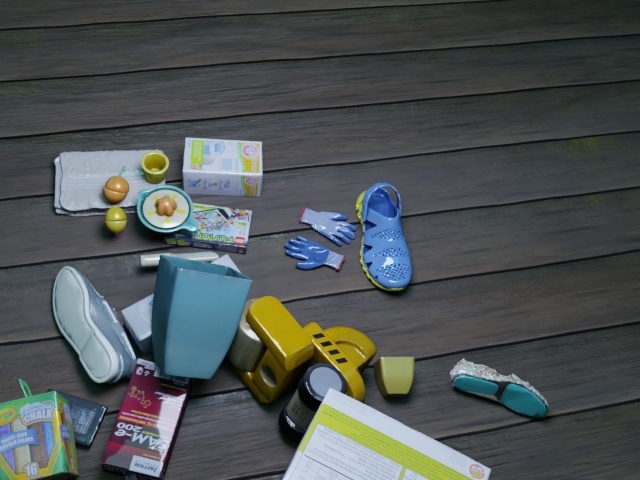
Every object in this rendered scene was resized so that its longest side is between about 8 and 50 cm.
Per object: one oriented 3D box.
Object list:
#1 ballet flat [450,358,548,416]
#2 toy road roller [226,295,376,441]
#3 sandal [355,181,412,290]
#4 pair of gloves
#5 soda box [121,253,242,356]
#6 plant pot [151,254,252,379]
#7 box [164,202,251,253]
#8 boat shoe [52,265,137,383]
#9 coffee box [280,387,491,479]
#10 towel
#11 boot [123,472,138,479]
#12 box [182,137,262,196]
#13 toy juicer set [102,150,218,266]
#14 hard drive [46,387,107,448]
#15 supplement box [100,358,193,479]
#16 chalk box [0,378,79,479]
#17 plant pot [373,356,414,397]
[{"bbox_3d":[0.423,0.337,1.788,0.241,0.091,0.077,21,36,0],"label":"ballet flat"},{"bbox_3d":[-0.031,0.261,1.701,0.241,0.202,0.329,-28,67,-39],"label":"toy road roller"},{"bbox_3d":[0.162,-0.022,1.934,0.126,0.138,0.317,-6,62,-15],"label":"sandal"},{"bbox_3d":[0.000,0.000,1.961,0.159,0.023,0.198,20,57,5],"label":"pair of gloves"},{"bbox_3d":[-0.315,0.149,1.776,0.286,0.098,0.091,-29,67,-23],"label":"soda box"},{"bbox_3d":[-0.273,0.170,1.639,0.166,0.166,0.234,11,93,-27],"label":"plant pot"},{"bbox_3d":[-0.284,-0.034,1.928,0.207,0.036,0.114,7,58,-5],"label":"box"},{"bbox_3d":[-0.516,0.192,1.738,0.099,0.116,0.319,13,34,-54],"label":"boat shoe"},{"bbox_3d":[0.062,0.552,1.408,0.338,0.337,0.334,26,44,6],"label":"coffee box"},{"bbox_3d":[-0.538,-0.153,1.955,0.282,0.049,0.187,-5,60,-12],"label":"towel"},{"bbox_3d":[-0.433,0.637,1.438,0.260,0.131,0.347,-9,61,-14],"label":"boot"},{"bbox_3d":[-0.254,-0.190,1.989,0.203,0.103,0.114,3,59,-7],"label":"box"},{"bbox_3d":[-0.410,-0.059,1.845,0.209,0.089,0.329,-24,69,-23],"label":"toy juicer set"},{"bbox_3d":[-0.543,0.383,1.640,0.135,0.022,0.094,17,58,1],"label":"hard drive"},{"bbox_3d":[-0.368,0.388,1.635,0.130,0.073,0.239,14,59,-1],"label":"supplement box"},{"bbox_3d":[-0.580,0.385,1.544,0.132,0.132,0.213,-11,72,-9],"label":"chalk box"},{"bbox_3d":[0.171,0.319,1.761,0.082,0.081,0.083,2,69,-8],"label":"plant pot"}]
